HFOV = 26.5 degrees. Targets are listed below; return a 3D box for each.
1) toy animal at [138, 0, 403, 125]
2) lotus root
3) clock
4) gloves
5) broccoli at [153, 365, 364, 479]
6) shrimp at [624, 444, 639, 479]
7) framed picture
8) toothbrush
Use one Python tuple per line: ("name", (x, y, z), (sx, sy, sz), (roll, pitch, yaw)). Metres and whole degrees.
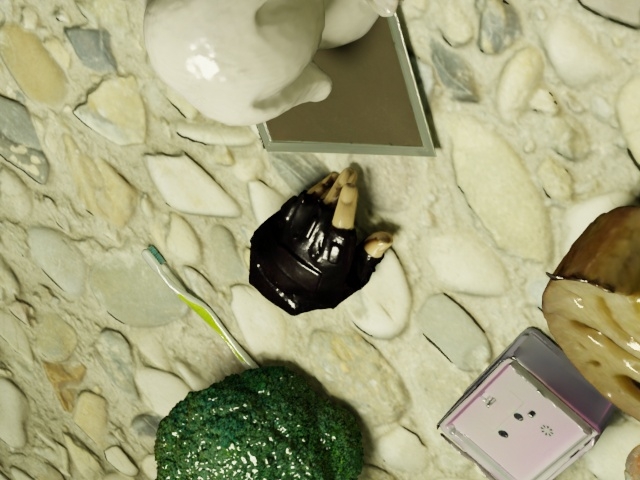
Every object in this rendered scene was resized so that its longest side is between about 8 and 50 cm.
("toy animal", (-0.055, -0.231, 1.321), (0.206, 0.265, 0.272), (28, 131, 21))
("lotus root", (0.395, 0.126, 1.301), (0.390, 0.111, 0.375), (18, 147, 49))
("clock", (0.242, 0.208, 1.595), (0.144, 0.073, 0.193), (41, 141, 6))
("gloves", (0.000, 0.000, 1.611), (0.164, 0.124, 0.203), (19, 145, 3))
("broccoli", (-0.090, 0.323, 1.861), (0.297, 0.297, 0.297), (31, 160, 18))
("shrimp", (0.392, 0.255, 1.528), (0.101, 0.042, 0.190), (34, 141, 26))
("framed picture", (0.006, -0.184, 1.517), (0.252, 0.014, 0.197), (5, 126, 39))
("toothbrush", (-0.160, 0.111, 1.905), (0.263, 0.026, 0.022), (50, 132, -4))
